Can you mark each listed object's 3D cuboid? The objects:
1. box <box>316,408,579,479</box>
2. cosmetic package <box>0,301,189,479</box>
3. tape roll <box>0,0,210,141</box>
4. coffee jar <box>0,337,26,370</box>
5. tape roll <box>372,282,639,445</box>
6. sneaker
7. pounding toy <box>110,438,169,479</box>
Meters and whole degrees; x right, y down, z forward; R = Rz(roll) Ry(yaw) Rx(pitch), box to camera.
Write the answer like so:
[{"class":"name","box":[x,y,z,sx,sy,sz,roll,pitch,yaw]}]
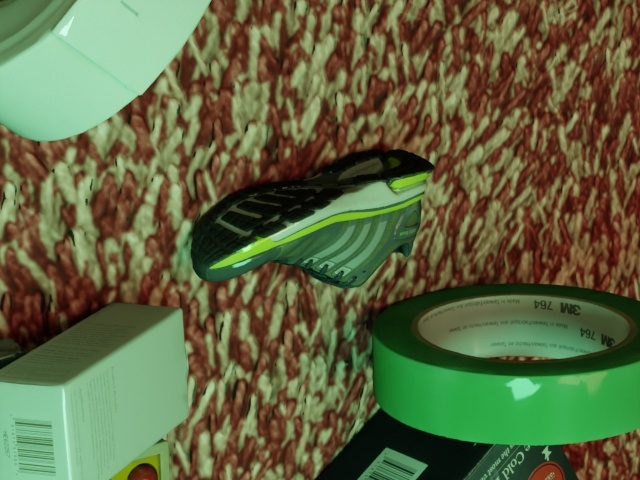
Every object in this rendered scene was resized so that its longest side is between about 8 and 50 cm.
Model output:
[{"class":"box","box":[0.134,0.369,1.888,0.343,0.179,0.312,-46,127,-22]},{"class":"cosmetic package","box":[-0.207,0.144,1.547,0.231,0.086,0.117,-34,125,-65]},{"class":"tape roll","box":[-0.205,-0.225,1.386,0.100,0.286,0.286,37,76,-40]},{"class":"coffee jar","box":[-0.311,0.186,1.532,0.096,0.079,0.184,-13,109,-38]},{"class":"tape roll","box":[0.215,0.125,1.802,0.321,0.321,0.077,-14,110,-38]},{"class":"sneaker","box":[0.000,0.000,1.737,0.300,0.111,0.121,-18,116,-34]},{"class":"pounding toy","box":[-0.193,0.263,1.636,0.130,0.100,0.141,-12,108,-38]}]
